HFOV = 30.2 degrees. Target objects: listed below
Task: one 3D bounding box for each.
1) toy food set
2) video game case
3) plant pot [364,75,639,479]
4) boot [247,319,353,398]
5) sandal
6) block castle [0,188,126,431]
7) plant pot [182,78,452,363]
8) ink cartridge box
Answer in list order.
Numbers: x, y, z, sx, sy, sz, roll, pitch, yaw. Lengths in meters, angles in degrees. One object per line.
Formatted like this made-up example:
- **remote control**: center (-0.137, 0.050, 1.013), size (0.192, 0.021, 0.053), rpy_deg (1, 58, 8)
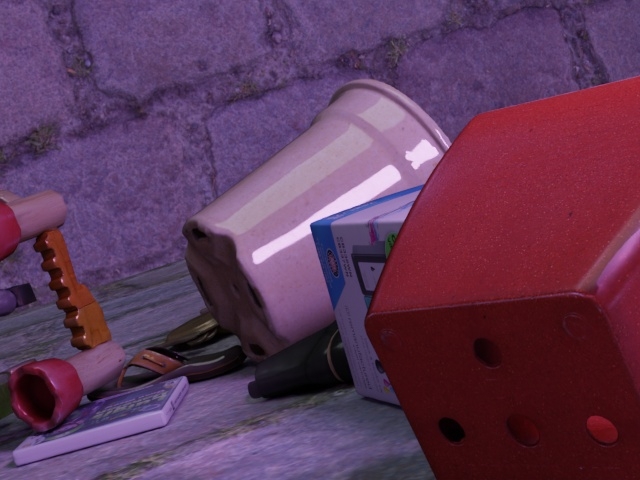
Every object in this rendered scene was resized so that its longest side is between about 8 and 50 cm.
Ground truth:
- **toy food set**: center (-0.186, 0.145, 1.891), size (0.132, 0.038, 0.192), rpy_deg (-21, 9, 32)
- **video game case**: center (-0.268, 0.221, 1.474), size (0.191, 0.022, 0.173), rpy_deg (-16, 7, 5)
- **plant pot**: center (0.189, 0.061, 0.784), size (0.267, 0.267, 0.236), rpy_deg (-10, 22, 46)
- **boot**: center (0.002, 0.125, 1.422), size (0.137, 0.076, 0.198), rpy_deg (-19, 4, 23)
- **sandal**: center (-0.210, 0.169, 1.602), size (0.219, 0.060, 0.090), rpy_deg (-16, 6, 3)
- **block castle**: center (-0.510, 0.122, 1.562), size (0.453, 0.302, 0.213), rpy_deg (-16, 6, 33)
- **plant pot**: center (0.000, 0.000, 1.576), size (0.306, 0.333, 0.334), rpy_deg (-32, 12, -24)
- **ink cartridge box**: center (0.149, 0.044, 1.160), size (0.197, 0.198, 0.270), rpy_deg (-18, 6, -22)
